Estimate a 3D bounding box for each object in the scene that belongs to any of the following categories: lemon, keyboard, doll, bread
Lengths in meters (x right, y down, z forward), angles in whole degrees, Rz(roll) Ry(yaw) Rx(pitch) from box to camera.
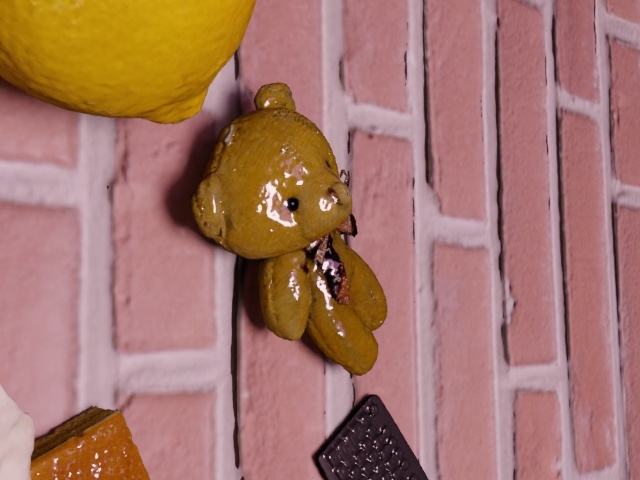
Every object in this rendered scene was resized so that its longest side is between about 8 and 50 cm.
[{"bbox_3d":[-0.123,-0.172,0.528,0.187,0.187,0.244,-38,115,-40],"label":"lemon"},{"bbox_3d":[0.076,0.239,0.770,0.087,0.017,0.250,-41,111,-37],"label":"keyboard"},{"bbox_3d":[0.000,0.000,0.683,0.209,0.097,0.137,53,47,-31],"label":"doll"},{"bbox_3d":[-0.141,0.155,0.564,0.094,0.035,0.090,-28,103,-42],"label":"bread"}]

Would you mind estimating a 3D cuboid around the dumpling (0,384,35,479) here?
[{"bbox_3d":[-0.236,0.151,0.369,0.318,0.187,0.242,-1,88,-40],"label":"dumpling"}]
